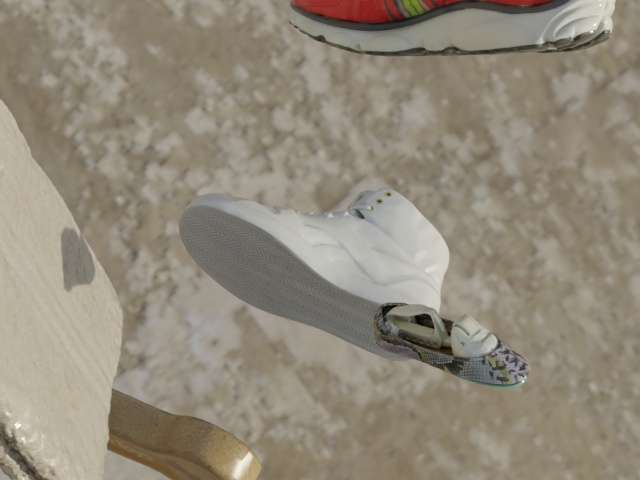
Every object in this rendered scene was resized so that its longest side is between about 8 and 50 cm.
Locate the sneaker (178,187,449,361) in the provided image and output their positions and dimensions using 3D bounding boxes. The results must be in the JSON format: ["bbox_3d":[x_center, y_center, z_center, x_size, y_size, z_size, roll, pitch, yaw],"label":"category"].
[{"bbox_3d":[0.000,0.000,1.700,0.292,0.108,0.169,28,44,-8],"label":"sneaker"}]

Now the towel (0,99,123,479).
[{"bbox_3d":[-0.195,0.045,1.008,0.282,0.049,0.187,68,20,-49],"label":"towel"}]

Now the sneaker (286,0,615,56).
[{"bbox_3d":[0.090,-0.187,1.104,0.107,0.279,0.118,-6,98,-45],"label":"sneaker"}]

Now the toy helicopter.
[{"bbox_3d":[-0.211,0.111,1.250,0.355,0.235,0.140,21,59,15],"label":"toy helicopter"}]

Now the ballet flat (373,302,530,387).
[{"bbox_3d":[0.082,0.064,1.035,0.041,0.114,0.041,-29,126,-49],"label":"ballet flat"}]
